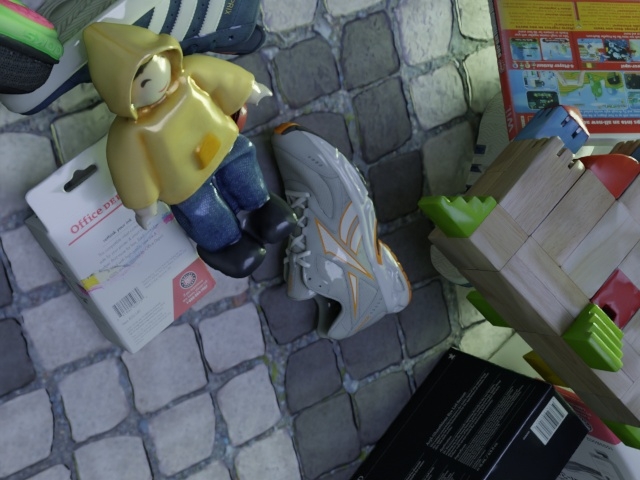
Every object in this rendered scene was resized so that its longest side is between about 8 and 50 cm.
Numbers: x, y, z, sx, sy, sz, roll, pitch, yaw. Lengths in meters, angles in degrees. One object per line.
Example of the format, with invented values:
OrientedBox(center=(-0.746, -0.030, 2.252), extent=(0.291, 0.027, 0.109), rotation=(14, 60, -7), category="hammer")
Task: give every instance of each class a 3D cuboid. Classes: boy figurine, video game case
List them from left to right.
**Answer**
OrientedBox(center=(-0.117, -0.097, 1.095), extent=(0.177, 0.092, 0.285), rotation=(-44, 138, -15), category="boy figurine")
OrientedBox(center=(0.291, -0.244, 1.374), extent=(0.204, 0.025, 0.285), rotation=(-2, 74, -17), category="video game case")

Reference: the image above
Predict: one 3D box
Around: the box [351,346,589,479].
OrientedBox(center=(0.156, 0.270, 1.396), extent=(0.261, 0.184, 0.103), rotation=(-51, 123, -14), category="box")

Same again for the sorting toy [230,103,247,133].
OrientedBox(center=(-0.106, -0.103, 1.228), extent=(0.042, 0.061, 0.102), rotation=(14, 69, -33), category="sorting toy")

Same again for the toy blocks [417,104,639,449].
OrientedBox(center=(0.307, 0.002, 1.274), extent=(0.381, 0.190, 0.261), rotation=(45, 76, -14), category="toy blocks")

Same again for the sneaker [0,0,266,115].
OrientedBox(center=(-0.141, -0.209, 1.147), extent=(0.350, 0.131, 0.148), rotation=(-42, 126, -14), category="sneaker")

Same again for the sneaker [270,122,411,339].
OrientedBox(center=(0.000, 0.000, 1.298), extent=(0.121, 0.099, 0.262), rotation=(-36, 115, -17), category="sneaker")

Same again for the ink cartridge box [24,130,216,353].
OrientedBox(center=(-0.204, -0.002, 1.181), extent=(0.115, 0.067, 0.198), rotation=(-40, 119, -20), category="ink cartridge box")

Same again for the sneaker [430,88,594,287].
OrientedBox(center=(0.261, -0.052, 1.449), extent=(0.182, 0.127, 0.316), rotation=(41, 73, -43), category="sneaker")

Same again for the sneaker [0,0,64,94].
OrientedBox(center=(-0.447, -0.117, 0.956), extent=(0.482, 0.185, 0.202), rotation=(-10, 112, -21), category="sneaker")

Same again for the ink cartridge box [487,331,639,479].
OrientedBox(center=(0.364, 0.239, 1.508), extent=(0.117, 0.207, 0.283), rotation=(-42, 118, -18), category="ink cartridge box")
